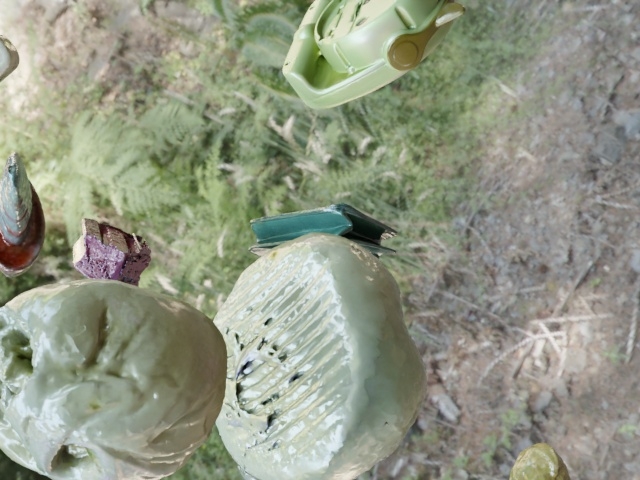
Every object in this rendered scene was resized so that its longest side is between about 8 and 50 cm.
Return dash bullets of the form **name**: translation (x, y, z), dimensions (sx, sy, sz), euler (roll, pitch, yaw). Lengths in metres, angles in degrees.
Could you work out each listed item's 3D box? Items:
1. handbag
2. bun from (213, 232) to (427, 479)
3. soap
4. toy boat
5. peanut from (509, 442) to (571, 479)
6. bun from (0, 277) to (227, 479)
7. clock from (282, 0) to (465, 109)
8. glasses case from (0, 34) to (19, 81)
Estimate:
- **handbag**: translation (-0.001, 0.000, 1.813), dimensions (0.326, 0.238, 0.089), euler (-9, 70, 41)
- **bun**: translation (-0.005, 0.133, 0.801), dimensions (0.272, 0.168, 0.273), euler (-7, 79, 40)
- **soap**: translation (-0.461, 0.030, 1.631), dimensions (0.099, 0.162, 0.250), euler (-62, 21, 1)
- **toy boat**: translation (-0.492, -0.067, 1.187), dimensions (0.282, 0.096, 0.206), euler (130, 139, -61)
- **peanut**: translation (0.276, 0.354, 0.943), dimensions (0.093, 0.083, 0.194), euler (6, -88, -78)
- **bun**: translation (-0.176, 0.121, 0.579), dimensions (0.178, 0.193, 0.128), euler (-46, 32, 34)
- **clock**: translation (0.109, -0.402, 1.357), dimensions (0.348, 0.117, 0.286), euler (-18, 39, 34)
- **glasses case**: translation (-0.690, -0.332, 1.475), dimensions (0.196, 0.083, 0.050), euler (-32, 9, 13)
